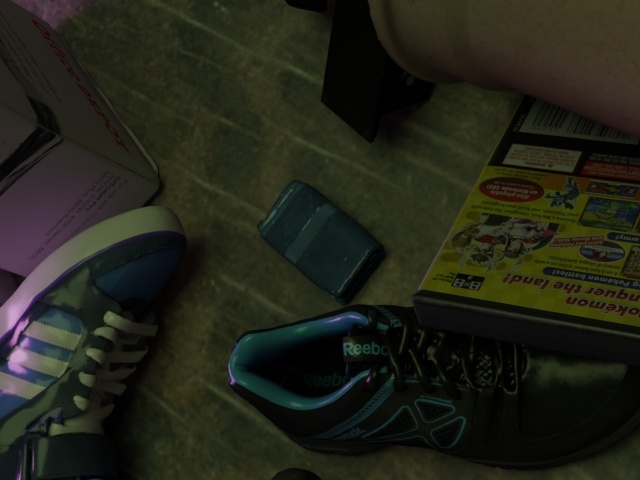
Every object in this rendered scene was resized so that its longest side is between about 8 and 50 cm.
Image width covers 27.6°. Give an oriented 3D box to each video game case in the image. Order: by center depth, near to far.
[{"bbox_3d":[0.239,-0.014,0.949,0.275,0.035,0.248,9,49,29],"label":"video game case"}]

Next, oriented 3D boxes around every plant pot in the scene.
[{"bbox_3d":[0.255,-0.194,0.900,0.305,0.334,0.334,36,92,31],"label":"plant pot"}]

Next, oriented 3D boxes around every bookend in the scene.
[{"bbox_3d":[0.090,-0.187,1.135,0.072,0.156,0.157,44,140,34],"label":"bookend"}]

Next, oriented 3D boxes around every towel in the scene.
[{"bbox_3d":[0.000,0.000,1.155,0.119,0.029,0.067,40,94,35],"label":"towel"}]

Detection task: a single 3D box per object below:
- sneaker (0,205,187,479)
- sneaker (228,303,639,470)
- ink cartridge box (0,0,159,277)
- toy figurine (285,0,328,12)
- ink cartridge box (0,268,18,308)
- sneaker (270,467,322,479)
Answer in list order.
[{"bbox_3d":[-0.204,0.150,1.172,0.323,0.130,0.236,-38,67,7],"label":"sneaker"},{"bbox_3d":[0.089,0.108,0.998,0.341,0.139,0.125,-10,65,25],"label":"sneaker"},{"bbox_3d":[-0.373,-0.146,1.204,0.166,0.395,0.285,-45,56,11],"label":"ink cartridge box"},{"bbox_3d":[-0.022,-0.339,1.182,0.148,0.213,0.209,-34,59,-1],"label":"toy figurine"},{"bbox_3d":[-0.352,0.039,1.305,0.052,0.088,0.122,-33,59,15],"label":"ink cartridge box"},{"bbox_3d":[-0.108,0.301,1.064,0.162,0.106,0.281,17,82,36],"label":"sneaker"}]
